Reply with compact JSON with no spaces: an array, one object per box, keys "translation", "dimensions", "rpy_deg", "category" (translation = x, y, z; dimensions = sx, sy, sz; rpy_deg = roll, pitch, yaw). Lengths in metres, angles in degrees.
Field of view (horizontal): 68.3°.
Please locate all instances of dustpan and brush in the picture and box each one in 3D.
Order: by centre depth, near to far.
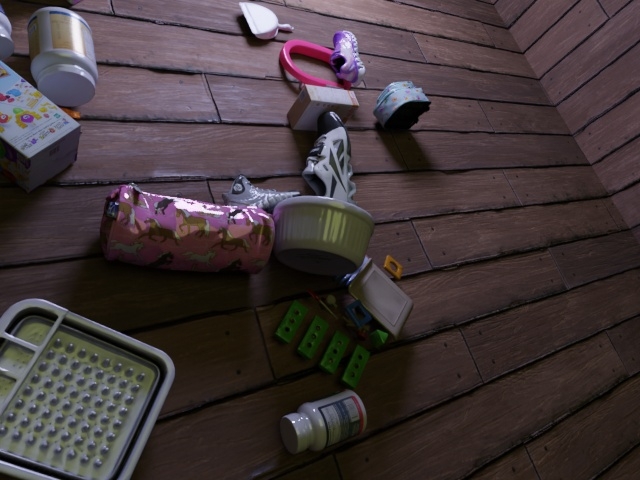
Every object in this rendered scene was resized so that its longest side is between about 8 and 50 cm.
[{"translation":[-0.179,-0.776,1.688],"dimensions":[0.211,0.060,0.147],"rpy_deg":[-16,74,-30],"category":"dustpan and brush"}]

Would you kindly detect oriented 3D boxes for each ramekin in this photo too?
[{"translation":[0.000,0.000,1.217],"dimensions":[0.273,0.273,0.127],"rpy_deg":[18,69,-22],"category":"ramekin"}]

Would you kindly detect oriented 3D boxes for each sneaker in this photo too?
[{"translation":[-0.167,-0.136,1.300],"dimensions":[0.229,0.086,0.132],"rpy_deg":[-22,74,-37],"category":"sneaker"},{"translation":[0.011,-0.243,1.431],"dimensions":[0.146,0.122,0.330],"rpy_deg":[-4,75,-26],"category":"sneaker"},{"translation":[0.078,-0.663,1.690],"dimensions":[0.105,0.095,0.236],"rpy_deg":[-2,63,-27],"category":"sneaker"}]

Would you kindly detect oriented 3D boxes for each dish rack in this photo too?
[{"translation":[-0.473,0.293,0.873],"dimensions":[0.333,0.072,0.285],"rpy_deg":[28,52,-15],"category":"dish rack"}]

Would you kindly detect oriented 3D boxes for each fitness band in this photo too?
[{"translation":[-0.011,-0.618,1.698],"dimensions":[0.291,0.054,0.208],"rpy_deg":[6,58,-30],"category":"fitness band"}]

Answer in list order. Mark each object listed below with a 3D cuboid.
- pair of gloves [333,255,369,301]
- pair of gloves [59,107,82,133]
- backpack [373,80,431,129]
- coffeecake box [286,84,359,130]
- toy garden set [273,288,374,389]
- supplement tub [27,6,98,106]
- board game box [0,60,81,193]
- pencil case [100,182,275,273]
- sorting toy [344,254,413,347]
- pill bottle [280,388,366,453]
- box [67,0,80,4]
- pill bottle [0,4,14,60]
[{"translation":[0.122,0.115,1.372],"dimensions":[0.159,0.023,0.198],"rpy_deg":[-34,85,-40],"category":"pair of gloves"},{"translation":[-0.626,-0.290,1.155],"dimensions":[0.074,0.010,0.083],"rpy_deg":[1,64,-31],"category":"pair of gloves"},{"translation":[0.287,-0.492,1.729],"dimensions":[0.188,0.166,0.144],"rpy_deg":[-24,76,-42],"category":"backpack"},{"translation":[0.008,-0.424,1.534],"dimensions":[0.186,0.142,0.068],"rpy_deg":[-4,65,-33],"category":"coffeecake box"},{"translation":[0.020,0.236,1.225],"dimensions":[0.244,0.049,0.203],"rpy_deg":[37,52,-7],"category":"toy garden set"},{"translation":[-0.630,-0.447,1.156],"dimensions":[0.144,0.144,0.199],"rpy_deg":[-3,66,-33],"category":"supplement tub"},{"translation":[-0.686,-0.262,1.016],"dimensions":[0.275,0.142,0.144],"rpy_deg":[40,50,-6],"category":"board game box"},{"translation":[-0.300,-0.019,1.101],"dimensions":[0.386,0.167,0.160],"rpy_deg":[9,42,-28],"category":"pencil case"},{"translation":[0.164,0.163,1.311],"dimensions":[0.196,0.047,0.348],"rpy_deg":[48,36,-1],"category":"sorting toy"},{"translation":[0.005,0.414,1.071],"dimensions":[0.180,0.108,0.107],"rpy_deg":[-6,67,-33],"category":"pill bottle"},{"translation":[-0.709,-0.814,1.256],"dimensions":[0.214,0.243,0.117],"rpy_deg":[34,51,-10],"category":"box"},{"translation":[-0.806,-0.526,1.115],"dimensions":[0.112,0.112,0.186],"rpy_deg":[-23,76,-38],"category":"pill bottle"}]
